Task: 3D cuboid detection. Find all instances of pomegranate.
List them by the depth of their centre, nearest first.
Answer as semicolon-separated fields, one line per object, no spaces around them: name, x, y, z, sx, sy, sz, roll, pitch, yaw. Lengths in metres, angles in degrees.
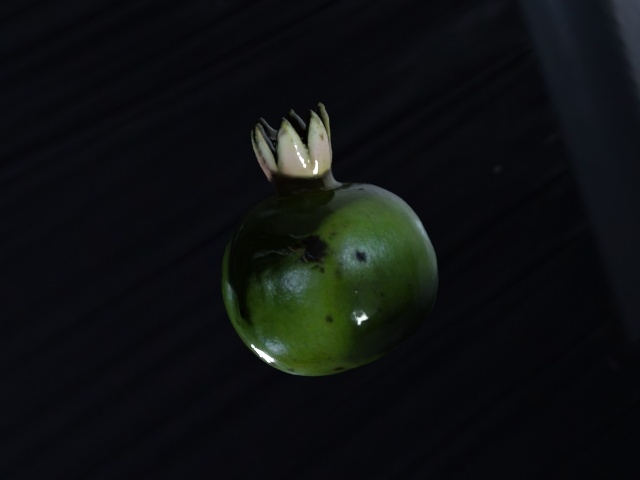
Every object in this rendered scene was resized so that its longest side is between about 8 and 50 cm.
pomegranate;-0.002;0.001;1.657;0.187;0.187;0.225;-1;105;50
